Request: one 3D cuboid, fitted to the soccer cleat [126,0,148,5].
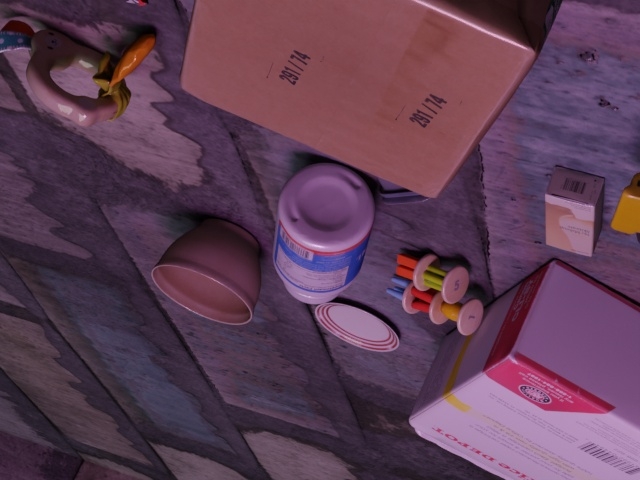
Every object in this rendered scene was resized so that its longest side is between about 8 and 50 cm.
[{"bbox_3d":[-0.219,-0.292,1.538,0.035,0.029,0.083,7,155,26],"label":"soccer cleat"}]

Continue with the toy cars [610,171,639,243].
[{"bbox_3d":[0.473,-0.046,1.331,0.393,0.087,0.176,-7,146,44],"label":"toy cars"}]

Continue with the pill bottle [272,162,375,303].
[{"bbox_3d":[0.000,0.000,1.804,0.124,0.124,0.221,23,156,5],"label":"pill bottle"}]

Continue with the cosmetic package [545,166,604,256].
[{"bbox_3d":[0.289,-0.032,1.571,0.060,0.041,0.115,15,154,19],"label":"cosmetic package"}]

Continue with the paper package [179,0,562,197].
[{"bbox_3d":[0.046,-0.216,1.279,0.309,0.168,0.325,23,155,-1],"label":"paper package"}]

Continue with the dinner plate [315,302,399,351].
[{"bbox_3d":[0.059,0.130,2.136,0.141,0.017,0.141,20,155,9],"label":"dinner plate"}]

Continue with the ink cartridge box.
[{"bbox_3d":[0.323,0.208,1.874,0.279,0.160,0.385,29,155,-6],"label":"ink cartridge box"}]

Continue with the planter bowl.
[{"bbox_3d":[-0.153,0.037,2.034,0.162,0.109,0.162,21,155,10],"label":"planter bowl"}]

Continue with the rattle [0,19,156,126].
[{"bbox_3d":[-0.310,-0.243,1.674,0.200,0.130,0.143,47,148,15],"label":"rattle"}]

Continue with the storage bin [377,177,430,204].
[{"bbox_3d":[0.095,-0.119,1.485,0.098,0.135,0.091,-3,133,47],"label":"storage bin"}]

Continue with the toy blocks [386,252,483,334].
[{"bbox_3d":[0.140,0.061,1.879,0.148,0.054,0.123,21,150,41],"label":"toy blocks"}]
